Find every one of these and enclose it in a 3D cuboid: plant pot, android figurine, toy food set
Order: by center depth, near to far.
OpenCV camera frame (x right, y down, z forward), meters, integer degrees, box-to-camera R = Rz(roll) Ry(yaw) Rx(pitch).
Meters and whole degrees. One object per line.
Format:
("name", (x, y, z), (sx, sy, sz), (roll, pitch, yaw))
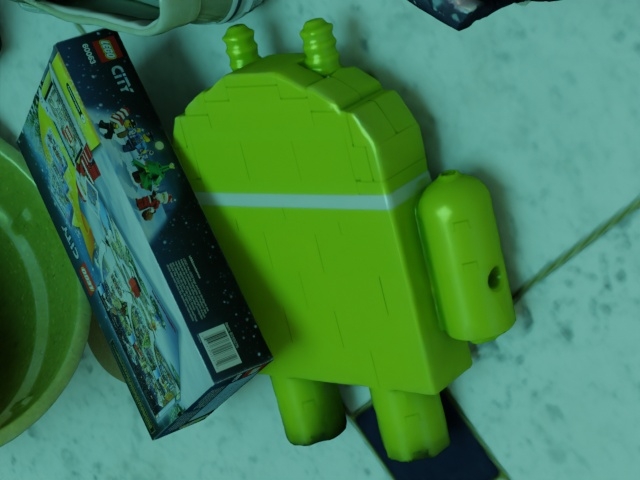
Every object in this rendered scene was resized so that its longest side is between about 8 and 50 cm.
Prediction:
("android figurine", (0.000, 0.000, 0.934), (0.248, 0.056, 0.272), (0, 111, 42))
("toy food set", (-0.141, 0.065, 1.113), (0.083, 0.020, 0.083), (26, 125, 31))
("plant pot", (-0.338, 0.075, 1.150), (0.276, 0.276, 0.254), (55, 146, 8))

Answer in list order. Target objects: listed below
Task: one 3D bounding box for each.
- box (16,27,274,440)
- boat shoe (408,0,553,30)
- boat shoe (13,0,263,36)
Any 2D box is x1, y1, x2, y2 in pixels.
("box", (-0.119, 0.001, 0.994), (0.233, 0.044, 0.159), (64, 155, 9))
("boat shoe", (0.025, -0.243, 0.730), (0.340, 0.158, 0.127), (47, 133, 14))
("boat shoe", (-0.168, -0.193, 0.967), (0.302, 0.094, 0.109), (16, 119, 37))
